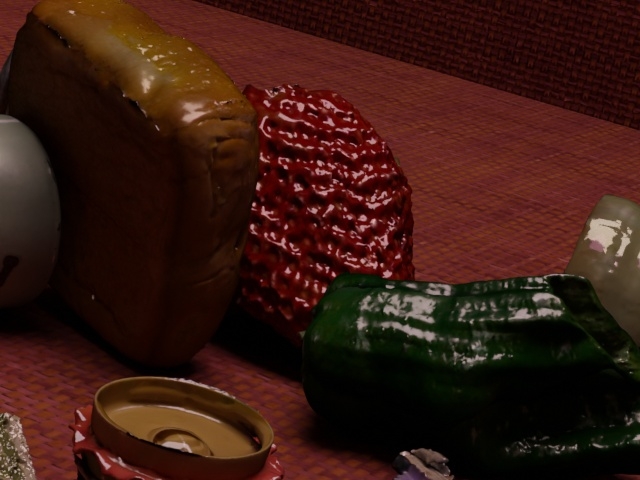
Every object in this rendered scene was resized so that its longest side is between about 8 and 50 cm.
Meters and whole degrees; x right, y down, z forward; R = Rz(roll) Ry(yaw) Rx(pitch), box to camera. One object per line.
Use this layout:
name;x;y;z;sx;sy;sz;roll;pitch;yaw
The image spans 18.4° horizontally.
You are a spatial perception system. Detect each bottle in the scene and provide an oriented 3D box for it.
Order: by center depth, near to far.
bottle;-0.463;-0.027;1.986;0.352;0.229;0.229;-4;22;-34

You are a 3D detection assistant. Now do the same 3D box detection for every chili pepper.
chili pepper;0.161;0.140;1.924;0.385;0.213;0.167;10;57;6

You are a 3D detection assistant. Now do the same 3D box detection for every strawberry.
strawberry;0.000;0.000;2.182;0.312;0.267;0.351;24;24;-47

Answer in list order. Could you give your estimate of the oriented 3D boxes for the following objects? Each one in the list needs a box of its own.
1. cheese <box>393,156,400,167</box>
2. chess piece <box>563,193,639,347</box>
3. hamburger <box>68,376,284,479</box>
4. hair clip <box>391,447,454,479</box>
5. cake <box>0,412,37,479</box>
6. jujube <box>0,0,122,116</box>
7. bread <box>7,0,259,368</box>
cheese;-0.040;-0.084;2.665;0.316;0.128;0.259;16;7;-7
chess piece;0.479;0.115;2.122;0.442;0.234;0.234;16;16;18
hamburger;-0.125;0.197;1.571;0.175;0.137;0.175;15;17;-5
hair clip;0.138;0.245;1.717;0.106;0.084;0.292;-2;15;-26
cake;-0.264;0.191;1.653;0.051;0.055;0.140;10;16;-29
jujube;-0.277;-0.132;2.300;0.215;0.308;0.246;11;19;-10
bread;-0.191;-0.064;2.046;0.148;0.328;0.337;-17;37;-34
